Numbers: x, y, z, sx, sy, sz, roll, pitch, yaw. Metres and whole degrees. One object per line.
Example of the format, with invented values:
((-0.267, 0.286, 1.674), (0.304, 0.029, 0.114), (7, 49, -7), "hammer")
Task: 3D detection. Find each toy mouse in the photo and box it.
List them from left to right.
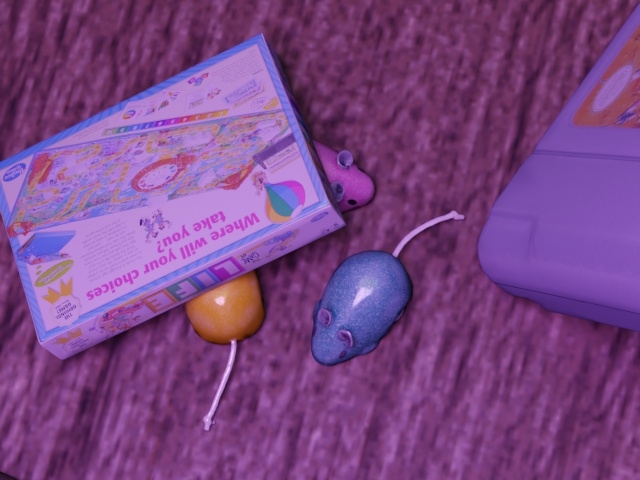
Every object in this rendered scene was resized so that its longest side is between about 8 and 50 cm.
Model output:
((0.000, 0.000, 0.920), (0.143, 0.031, 0.161), (-10, 75, 2), "toy mouse")

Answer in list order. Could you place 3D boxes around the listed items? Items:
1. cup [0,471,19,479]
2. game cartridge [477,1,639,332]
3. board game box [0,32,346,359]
((-0.225, 0.232, 0.772), (0.331, 0.237, 0.331), (-1, 75, 4), "cup")
((0.204, -0.090, 0.847), (0.062, 0.198, 0.297), (39, 80, -15), "game cartridge")
((-0.076, -0.021, 0.911), (0.154, 0.026, 0.103), (-25, 63, 8), "board game box")
